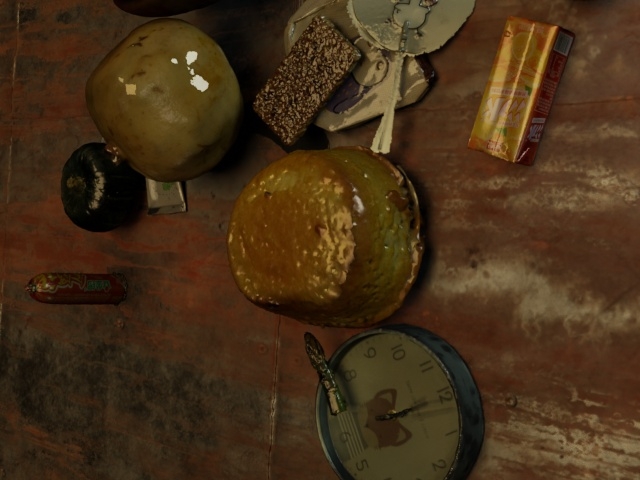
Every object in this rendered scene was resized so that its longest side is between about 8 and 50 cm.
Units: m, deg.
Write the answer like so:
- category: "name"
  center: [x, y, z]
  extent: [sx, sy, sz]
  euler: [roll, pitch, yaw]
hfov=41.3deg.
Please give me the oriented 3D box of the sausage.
- category: "sausage"
  center: [-0.558, 0.110, 1.923]
  extent: [0.083, 0.264, 0.083]
  euler: [-2, 86, 33]

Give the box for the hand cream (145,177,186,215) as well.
- category: "hand cream"
  center: [-0.369, -0.224, 1.922]
  extent: [0.121, 0.076, 0.336]
  euler: [-8, 90, 39]

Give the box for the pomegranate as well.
- category: "pomegranate"
  center: [-0.321, -0.282, 1.720]
  extent: [0.332, 0.332, 0.333]
  euler: [-2, 87, 38]

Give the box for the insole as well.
- category: "insole"
  center: [-0.075, -0.225, 1.723]
  extent: [0.253, 0.005, 0.086]
  euler: [30, 105, 34]

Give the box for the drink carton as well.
- category: "drink carton"
  center: [0.322, -0.241, 1.375]
  extent: [0.096, 0.071, 0.223]
  euler: [23, 103, 36]

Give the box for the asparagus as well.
- category: "asparagus"
  center: [0.005, 0.239, 1.546]
  extent: [0.036, 0.030, 0.165]
  euler: [-45, 61, 40]

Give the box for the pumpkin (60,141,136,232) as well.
- category: "pumpkin"
  center: [-0.518, -0.123, 1.968]
  extent: [0.211, 0.152, 0.212]
  euler: [14, 110, 46]

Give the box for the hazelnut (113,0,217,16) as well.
- category: "hazelnut"
  center: [-0.274, -0.645, 1.641]
  extent: [0.429, 0.402, 0.402]
  euler: [-16, 78, 16]

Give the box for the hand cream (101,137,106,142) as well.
- category: "hand cream"
  center: [-0.464, -0.283, 1.980]
  extent: [0.084, 0.053, 0.142]
  euler: [-4, 60, -3]

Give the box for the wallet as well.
- category: "wallet"
  center: [0.056, -0.367, 1.588]
  extent: [0.274, 0.068, 0.335]
  euler: [-32, 71, 30]

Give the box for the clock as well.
- category: "clock"
  center: [0.129, 0.311, 1.505]
  extent: [0.325, 0.067, 0.325]
  euler: [-2, 87, 38]

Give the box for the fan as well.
- category: "fan"
  center: [0.147, -0.357, 1.496]
  extent: [0.233, 0.012, 0.415]
  euler: [9, 90, 19]

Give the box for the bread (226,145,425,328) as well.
- category: "bread"
  center: [0.002, -0.001, 1.533]
  extent: [0.358, 0.204, 0.337]
  euler: [-6, 89, 36]

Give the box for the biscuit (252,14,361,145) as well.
- category: "biscuit"
  center: [-0.030, -0.298, 1.592]
  extent: [0.131, 0.025, 0.231]
  euler: [47, 115, 19]
